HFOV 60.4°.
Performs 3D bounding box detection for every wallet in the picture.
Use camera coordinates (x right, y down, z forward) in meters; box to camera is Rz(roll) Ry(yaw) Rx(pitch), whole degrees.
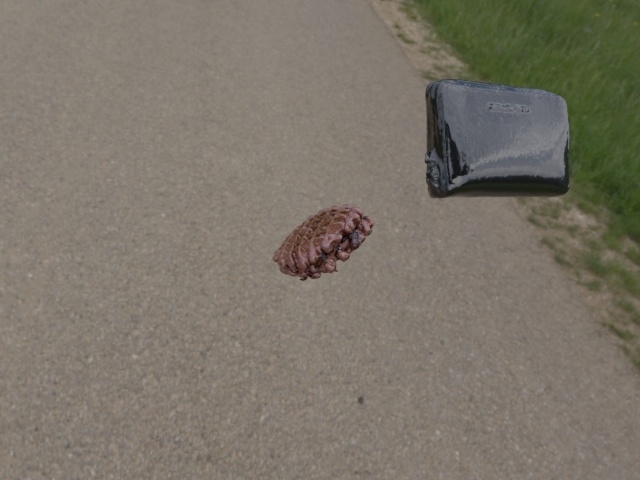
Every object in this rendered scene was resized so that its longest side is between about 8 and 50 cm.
[{"bbox_3d":[0.227,-0.126,0.696,0.250,0.148,0.044,-2,1,-30],"label":"wallet"}]

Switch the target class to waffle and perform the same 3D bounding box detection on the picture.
[{"bbox_3d":[0.000,0.000,0.423,0.075,0.029,0.083,-40,19,-21],"label":"waffle"}]
